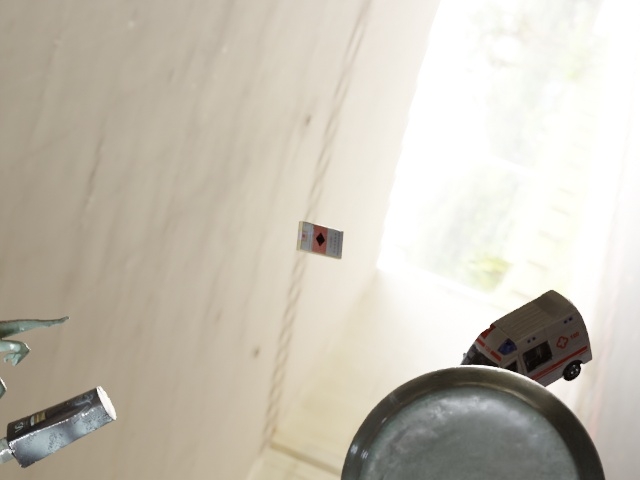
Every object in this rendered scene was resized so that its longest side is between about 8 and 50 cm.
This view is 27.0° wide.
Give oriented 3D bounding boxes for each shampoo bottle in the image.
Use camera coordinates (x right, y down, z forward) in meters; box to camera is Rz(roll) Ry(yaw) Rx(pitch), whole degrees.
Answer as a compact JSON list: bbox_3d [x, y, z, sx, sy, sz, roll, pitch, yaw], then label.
[{"bbox_3d":[-0.390,0.273,1.860,0.057,0.207,0.063,-108,-7,-72],"label":"shampoo bottle"}]

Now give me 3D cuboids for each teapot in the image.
[{"bbox_3d":[0.180,0.282,1.371,0.253,0.300,0.344,-46,-14,0],"label":"teapot"}]

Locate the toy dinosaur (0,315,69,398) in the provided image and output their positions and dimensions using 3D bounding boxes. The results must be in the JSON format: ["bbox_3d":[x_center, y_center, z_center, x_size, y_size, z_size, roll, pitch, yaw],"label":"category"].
[{"bbox_3d":[-0.470,0.141,1.831,0.242,0.167,0.053,-37,-25,-27],"label":"toy dinosaur"}]

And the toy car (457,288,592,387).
[{"bbox_3d":[0.257,0.155,1.770,0.209,0.089,0.108,-27,-52,-14],"label":"toy car"}]

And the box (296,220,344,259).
[{"bbox_3d":[0.000,0.000,2.013,0.012,0.083,0.046,-6,75,49],"label":"box"}]
